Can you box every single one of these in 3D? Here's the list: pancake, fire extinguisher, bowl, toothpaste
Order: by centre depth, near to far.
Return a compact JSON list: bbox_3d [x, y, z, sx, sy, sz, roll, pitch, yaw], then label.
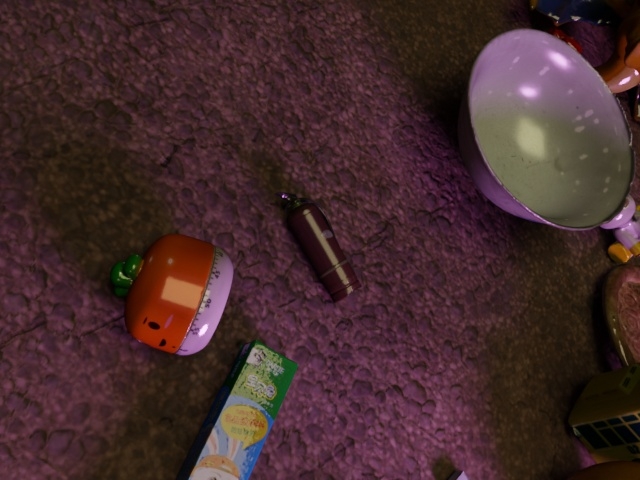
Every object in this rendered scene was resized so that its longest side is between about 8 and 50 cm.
[{"bbox_3d":[-0.110,0.240,0.725,0.065,0.050,0.267,32,62,-13],"label":"toothpaste"},{"bbox_3d":[0.000,0.000,0.865,0.157,0.045,0.078,59,31,1],"label":"fire extinguisher"},{"bbox_3d":[0.305,-0.143,1.007,0.313,0.146,0.313,9,69,-25],"label":"bowl"},{"bbox_3d":[0.546,0.151,1.102,0.250,0.031,0.250,13,64,-30],"label":"pancake"}]

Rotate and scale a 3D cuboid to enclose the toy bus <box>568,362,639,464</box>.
[{"bbox_3d":[0.478,0.239,0.919,0.150,0.262,0.128,49,57,2],"label":"toy bus"}]

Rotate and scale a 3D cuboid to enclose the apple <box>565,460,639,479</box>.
[{"bbox_3d":[0.388,0.381,0.874,0.155,0.182,0.182,7,70,-1],"label":"apple"}]

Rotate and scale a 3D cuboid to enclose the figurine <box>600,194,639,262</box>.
[{"bbox_3d":[0.496,-0.051,1.122,0.178,0.109,0.130,38,35,-12],"label":"figurine"}]

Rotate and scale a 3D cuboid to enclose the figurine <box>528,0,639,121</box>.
[{"bbox_3d":[0.585,-0.417,1.173,0.401,0.268,0.387,31,65,-11],"label":"figurine"}]

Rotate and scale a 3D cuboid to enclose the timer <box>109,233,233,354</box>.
[{"bbox_3d":[-0.166,0.052,0.725,0.136,0.099,0.136,18,56,-29],"label":"timer"}]

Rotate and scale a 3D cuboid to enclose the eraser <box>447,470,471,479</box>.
[{"bbox_3d":[0.194,0.345,0.870,0.038,0.019,0.083,-35,92,-30],"label":"eraser"}]
